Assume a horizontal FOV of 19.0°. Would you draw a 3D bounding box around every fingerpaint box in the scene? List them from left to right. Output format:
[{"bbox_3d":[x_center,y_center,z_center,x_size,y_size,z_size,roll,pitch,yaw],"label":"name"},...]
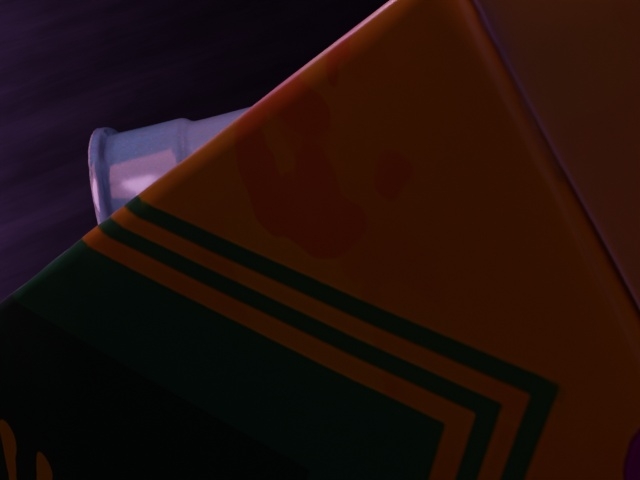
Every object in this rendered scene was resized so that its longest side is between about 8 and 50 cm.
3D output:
[{"bbox_3d":[0.147,-0.028,0.575,0.444,0.163,0.371,-27,-1,-28],"label":"fingerpaint box"}]

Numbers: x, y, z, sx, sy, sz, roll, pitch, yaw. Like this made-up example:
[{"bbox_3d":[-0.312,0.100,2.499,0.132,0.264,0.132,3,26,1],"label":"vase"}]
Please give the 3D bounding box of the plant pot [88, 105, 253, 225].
[{"bbox_3d":[0.000,0.000,1.796,0.334,0.341,0.341,-20,0,7],"label":"plant pot"}]
